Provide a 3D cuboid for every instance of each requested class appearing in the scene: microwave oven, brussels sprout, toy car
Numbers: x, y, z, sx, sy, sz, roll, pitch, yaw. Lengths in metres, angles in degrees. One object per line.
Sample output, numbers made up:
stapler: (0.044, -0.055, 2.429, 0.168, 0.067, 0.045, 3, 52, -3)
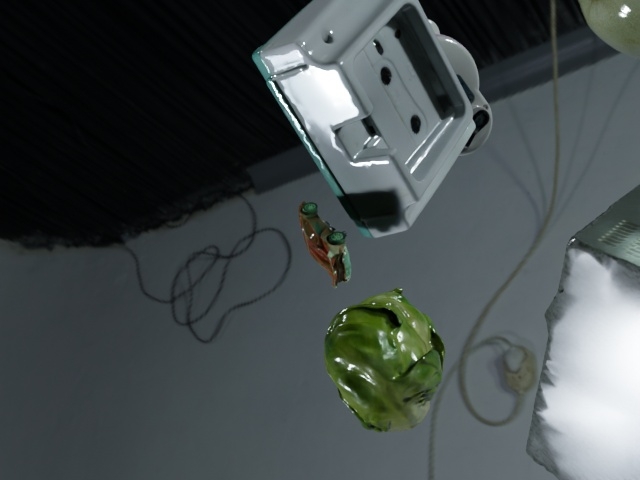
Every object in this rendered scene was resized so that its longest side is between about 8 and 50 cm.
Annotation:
microwave oven: (0.504, 0.180, 1.111, 0.236, 0.432, 0.374, -28, 42, -34)
brussels sprout: (0.129, 0.232, 1.533, 0.227, 0.294, 0.259, -17, 19, 19)
toy car: (0.000, 0.000, 0.908, 0.035, 0.059, 0.122, -25, 42, -17)

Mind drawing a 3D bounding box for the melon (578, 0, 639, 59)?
melon: (0.501, -0.375, 1.082, 0.271, 0.272, 0.308, 6, 37, 41)

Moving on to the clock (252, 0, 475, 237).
clock: (0.079, -0.171, 0.904, 0.116, 0.262, 0.231, -3, 38, 46)

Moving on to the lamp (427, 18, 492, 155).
lamp: (0.207, -0.261, 1.400, 0.179, 0.246, 0.108, -43, 14, -3)
